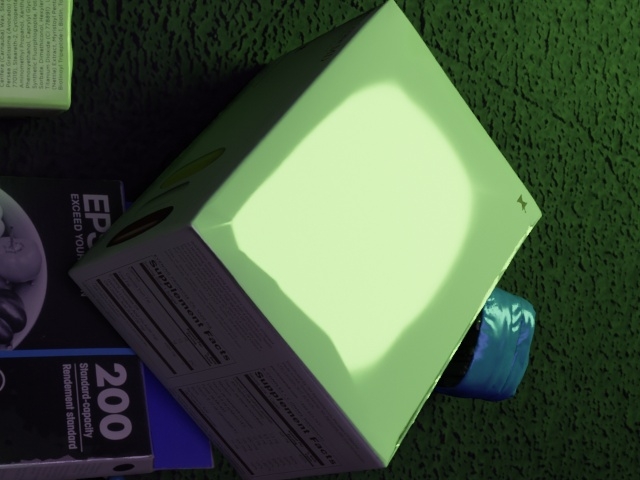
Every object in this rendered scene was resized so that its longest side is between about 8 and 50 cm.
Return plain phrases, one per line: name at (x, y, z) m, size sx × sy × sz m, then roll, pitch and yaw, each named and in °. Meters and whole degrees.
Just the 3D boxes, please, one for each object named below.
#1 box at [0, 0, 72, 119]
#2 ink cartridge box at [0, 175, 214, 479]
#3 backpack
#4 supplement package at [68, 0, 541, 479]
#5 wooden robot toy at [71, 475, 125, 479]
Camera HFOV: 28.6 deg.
box at (-0.302, -0.137, 0.799) m, size 0.275 × 0.094 × 0.113 m, roll 1°, pitch 90°, yaw -25°
ink cartridge box at (-0.174, 0.057, 0.853) m, size 0.208 × 0.045 × 0.206 m, roll 1°, pitch 67°, yaw -26°
backpack at (0.118, 0.075, 0.990) m, size 0.101 × 0.120 × 0.098 m, roll 12°, pitch 85°, yaw -25°
supplement package at (0.000, 0.000, 0.874) m, size 0.204 × 0.145 × 0.262 m, roll 52°, pitch 49°, yaw -18°
wooden robot toy at (-0.206, 0.143, 0.880) m, size 0.173 × 0.076 × 0.079 m, roll 15°, pitch 49°, yaw -25°
